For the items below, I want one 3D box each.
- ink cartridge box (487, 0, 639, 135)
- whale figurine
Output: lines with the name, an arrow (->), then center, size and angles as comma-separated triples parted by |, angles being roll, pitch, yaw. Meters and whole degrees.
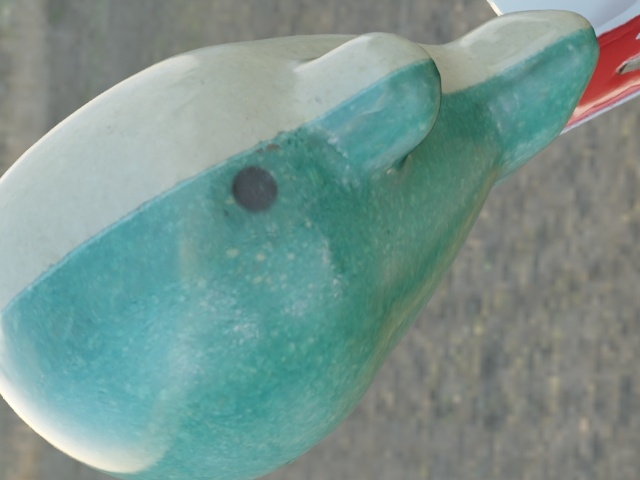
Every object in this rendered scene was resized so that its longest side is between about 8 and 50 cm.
ink cartridge box -> 0.208, -0.166, 1.022 | 0.296, 0.066, 0.261 | -27, 13, 43
whale figurine -> 0.000, 0.000, 0.745 | 0.141, 0.272, 0.216 | 61, 147, 10
